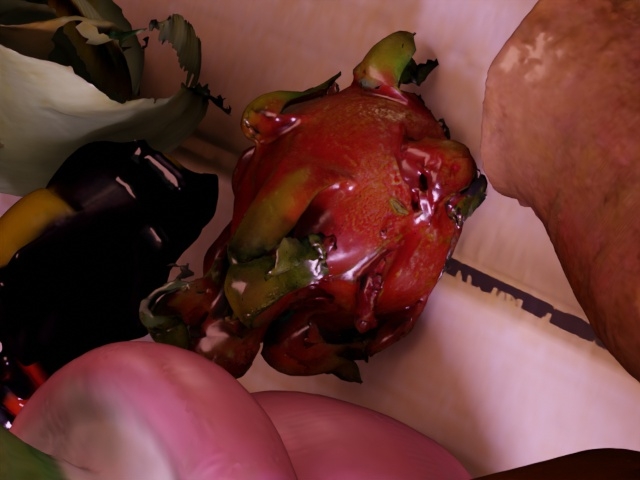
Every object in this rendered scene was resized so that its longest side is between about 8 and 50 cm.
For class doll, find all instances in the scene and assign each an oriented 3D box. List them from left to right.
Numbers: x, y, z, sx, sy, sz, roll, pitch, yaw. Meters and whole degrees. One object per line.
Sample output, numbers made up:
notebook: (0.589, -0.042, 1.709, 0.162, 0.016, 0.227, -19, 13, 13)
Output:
doll: (-0.127, 0.031, 0.958, 0.248, 0.088, 0.127, -56, 6, 48)

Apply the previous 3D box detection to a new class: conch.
conch: (-0.122, -0.090, 0.966, 0.143, 0.137, 0.250, 56, 157, -15)

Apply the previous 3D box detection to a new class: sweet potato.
sweet potato: (0.179, 0.028, 0.702, 0.131, 0.131, 0.336, -54, 50, 23)

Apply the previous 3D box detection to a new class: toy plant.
toy plant: (-0.101, 0.168, 0.772, 0.211, 0.356, 0.317, -8, 76, 45)

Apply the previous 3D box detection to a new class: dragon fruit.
dragon fruit: (0.000, 0.000, 0.892, 0.138, 0.175, 0.142, -20, 100, 50)

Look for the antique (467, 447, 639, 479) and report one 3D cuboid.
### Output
antique: (0.146, 0.172, 0.630, 0.278, 0.223, 0.129, 49, 127, 35)
